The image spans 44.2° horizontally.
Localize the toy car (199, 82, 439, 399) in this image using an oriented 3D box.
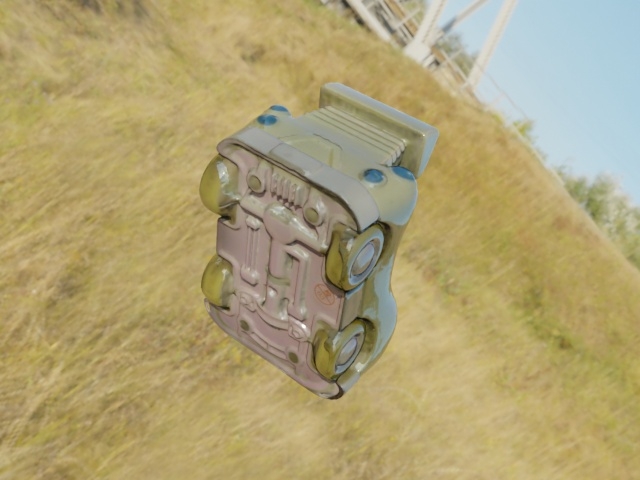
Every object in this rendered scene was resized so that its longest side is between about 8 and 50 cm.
[{"bbox_3d":[0.000,0.000,1.001,0.242,0.226,0.336,30,-43,25],"label":"toy car"}]
